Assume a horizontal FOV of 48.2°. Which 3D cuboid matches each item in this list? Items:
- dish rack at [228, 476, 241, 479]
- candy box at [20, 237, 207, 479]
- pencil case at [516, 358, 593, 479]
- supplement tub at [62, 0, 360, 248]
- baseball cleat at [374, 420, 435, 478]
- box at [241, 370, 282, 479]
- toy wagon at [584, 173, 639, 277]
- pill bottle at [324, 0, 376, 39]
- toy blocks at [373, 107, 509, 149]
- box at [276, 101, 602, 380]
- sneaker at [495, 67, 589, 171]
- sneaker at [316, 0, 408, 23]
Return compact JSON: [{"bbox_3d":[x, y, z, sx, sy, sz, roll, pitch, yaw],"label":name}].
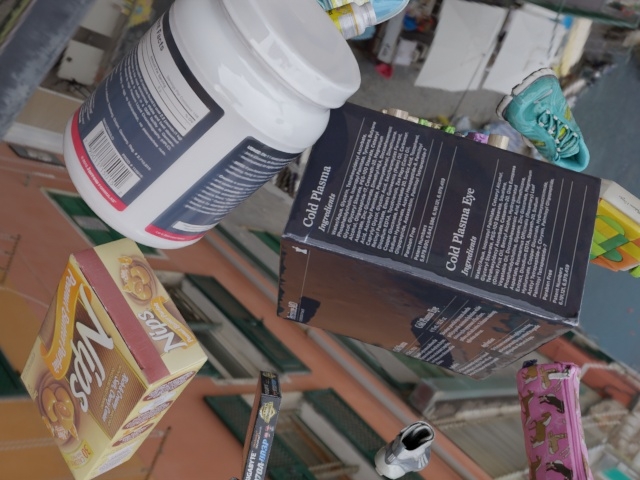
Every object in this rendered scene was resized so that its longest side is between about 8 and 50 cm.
[{"bbox_3d":[-0.187,0.510,1.107,0.271,0.208,0.074,-34,136,-6],"label":"dish rack"},{"bbox_3d":[-0.276,0.163,0.912,0.087,0.183,0.316,-21,159,-44],"label":"candy box"},{"bbox_3d":[0.550,0.471,1.664,0.167,0.160,0.386,48,37,-44],"label":"pencil case"},{"bbox_3d":[-0.113,-0.134,0.731,0.272,0.191,0.191,-37,151,27],"label":"supplement tub"},{"bbox_3d":[0.169,0.356,1.242,0.109,0.072,0.206,-47,162,17],"label":"baseball cleat"},{"bbox_3d":[-0.137,0.432,1.645,0.051,0.175,0.220,12,96,-7],"label":"box"},{"bbox_3d":[0.561,-0.023,1.464,0.068,0.267,0.344,-51,174,-12],"label":"toy wagon"},{"bbox_3d":[0.029,-0.284,0.936,0.083,0.043,0.043,-19,139,0],"label":"pill bottle"},{"bbox_3d":[0.216,-0.129,1.560,0.288,0.309,0.260,12,98,-9],"label":"toy blocks"},{"bbox_3d":[0.119,0.020,0.891,0.343,0.312,0.179,104,3,-69],"label":"box"},{"bbox_3d":[0.366,-0.184,1.130,0.107,0.110,0.275,-42,149,19],"label":"sneaker"},{"bbox_3d":[0.025,-0.419,1.288,0.318,0.208,0.127,-8,120,-6],"label":"sneaker"}]
